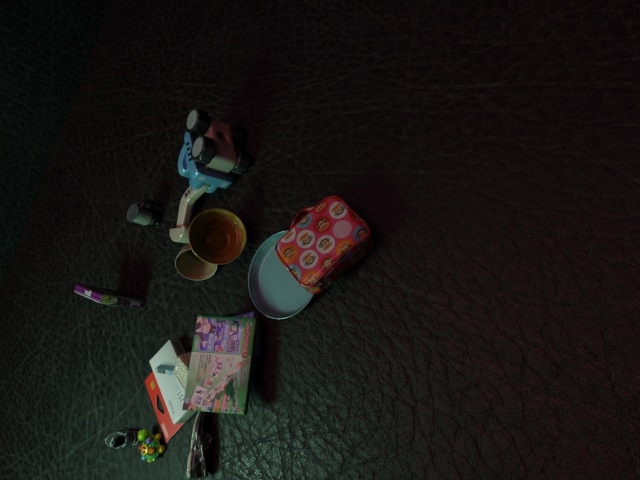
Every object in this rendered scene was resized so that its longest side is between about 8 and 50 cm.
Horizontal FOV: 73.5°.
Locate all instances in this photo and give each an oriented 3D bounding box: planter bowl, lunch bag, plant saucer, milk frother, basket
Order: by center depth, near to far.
[{"bbox_3d":[0.000,0.000,1.400,0.293,0.120,0.258,-40,61,-1],"label":"lunch bag"},{"bbox_3d":[-0.125,0.122,1.531,0.317,0.043,0.318,-11,69,30],"label":"plant saucer"},{"bbox_3d":[-0.449,0.494,1.570,0.167,0.113,0.103,40,123,34],"label":"basket"},{"bbox_3d":[-0.399,-0.008,1.646,0.090,0.217,0.217,151,127,-66],"label":"planter bowl"},{"bbox_3d":[-0.496,0.065,1.737,0.162,0.162,0.109,-37,33,19],"label":"planter bowl"},{"bbox_3d":[-0.835,-0.138,2.021,0.143,0.134,0.129,17,85,36],"label":"milk frother"}]

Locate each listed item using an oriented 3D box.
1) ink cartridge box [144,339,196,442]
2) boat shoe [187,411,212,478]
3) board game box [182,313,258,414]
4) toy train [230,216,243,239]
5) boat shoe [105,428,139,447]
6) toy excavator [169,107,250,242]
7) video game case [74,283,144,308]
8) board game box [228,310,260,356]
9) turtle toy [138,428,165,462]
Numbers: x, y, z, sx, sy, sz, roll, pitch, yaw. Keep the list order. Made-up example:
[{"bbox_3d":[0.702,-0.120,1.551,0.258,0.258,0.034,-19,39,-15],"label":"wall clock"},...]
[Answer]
[{"bbox_3d":[-0.600,0.590,1.689,0.261,0.066,0.296,-47,56,12],"label":"ink cartridge box"},{"bbox_3d":[-0.424,0.723,1.539,0.079,0.084,0.233,3,66,-5],"label":"boat shoe"},{"bbox_3d":[-0.339,0.422,1.472,0.213,0.046,0.317,3,71,3],"label":"board game box"},{"bbox_3d":[-0.378,-0.046,1.745,0.166,0.046,0.125,16,84,35],"label":"toy train"},{"bbox_3d":[-0.836,0.820,1.774,0.206,0.065,0.075,-18,67,28],"label":"boat shoe"},{"bbox_3d":[-0.512,-0.258,1.829,0.445,0.222,0.433,-36,58,35],"label":"toy excavator"},{"bbox_3d":[-0.950,0.253,1.933,0.232,0.210,0.042,10,81,36],"label":"video game case"},{"bbox_3d":[-0.316,0.361,1.586,0.211,0.039,0.160,-17,67,29],"label":"board game box"},{"bbox_3d":[-0.669,0.797,1.670,0.095,0.066,0.130,-45,57,14],"label":"turtle toy"}]
